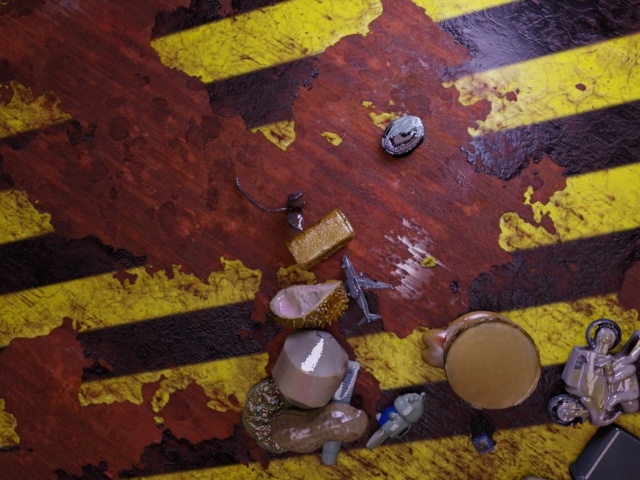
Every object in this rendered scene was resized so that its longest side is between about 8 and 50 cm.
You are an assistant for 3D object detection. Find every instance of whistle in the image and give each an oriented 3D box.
[{"bbox_3d":[0.229,0.543,1.618,0.244,0.110,0.092,-47,54,10],"label":"whistle"}]

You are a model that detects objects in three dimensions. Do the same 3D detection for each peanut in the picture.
[{"bbox_3d":[-0.003,0.560,1.594,0.299,0.120,0.136,-14,113,12],"label":"peanut"}]

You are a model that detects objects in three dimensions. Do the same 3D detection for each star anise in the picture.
[{"bbox_3d":[-0.157,-0.122,1.622,0.228,0.148,0.218,-1,51,-1],"label":"star anise"}]

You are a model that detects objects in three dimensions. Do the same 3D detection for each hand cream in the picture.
[{"bbox_3d":[0.054,0.534,1.664,0.085,0.058,0.331,11,95,11],"label":"hand cream"}]

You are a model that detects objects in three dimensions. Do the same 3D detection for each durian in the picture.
[{"bbox_3d":[-0.034,0.202,1.596,0.250,0.138,0.183,-4,49,27],"label":"durian"}]

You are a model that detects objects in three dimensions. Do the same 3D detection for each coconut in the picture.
[{"bbox_3d":[-0.027,0.368,1.575,0.241,0.241,0.241,1,94,10],"label":"coconut"}]

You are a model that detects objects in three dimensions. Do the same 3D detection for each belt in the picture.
[{"bbox_3d":[0.245,-0.308,1.578,0.140,0.058,0.105,-35,82,14],"label":"belt"}]

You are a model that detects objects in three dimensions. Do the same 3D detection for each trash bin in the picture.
[{"bbox_3d":[0.835,0.657,1.524,0.177,0.101,0.236,32,95,8],"label":"trash bin"}]

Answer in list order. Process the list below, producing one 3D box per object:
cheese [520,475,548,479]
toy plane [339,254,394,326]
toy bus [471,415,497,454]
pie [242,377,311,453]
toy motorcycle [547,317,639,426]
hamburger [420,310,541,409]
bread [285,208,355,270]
[{"bbox_3d":[0.627,0.829,1.554,0.233,0.127,0.266,43,101,4],"label":"cheese"},{"bbox_3d":[0.111,0.151,1.631,0.226,0.058,0.226,-25,90,26],"label":"toy plane"},{"bbox_3d":[0.471,0.564,1.550,0.061,0.153,0.051,-36,87,16],"label":"toy bus"},{"bbox_3d":[-0.138,0.554,1.701,0.241,0.054,0.240,0,92,10],"label":"pie"},{"bbox_3d":[0.801,0.396,1.506,0.223,0.108,0.340,20,98,8],"label":"toy motorcycle"},{"bbox_3d":[0.448,0.332,1.521,0.303,0.186,0.260,-7,94,0],"label":"hamburger"},{"bbox_3d":[0.000,0.000,1.626,0.211,0.083,0.114,-33,83,10],"label":"bread"}]
